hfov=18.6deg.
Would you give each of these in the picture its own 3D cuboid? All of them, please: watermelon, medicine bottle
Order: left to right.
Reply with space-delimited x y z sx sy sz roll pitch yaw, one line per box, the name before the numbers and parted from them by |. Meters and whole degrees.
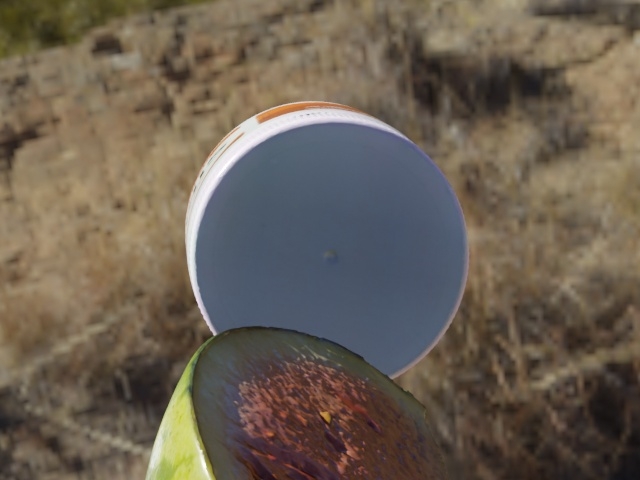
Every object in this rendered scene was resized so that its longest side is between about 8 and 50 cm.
watermelon | -0.028 0.155 0.915 0.159 0.128 0.303 31 21 -17
medicine bottle | 0.000 0.000 1.822 0.253 0.252 0.241 -10 7 -4
